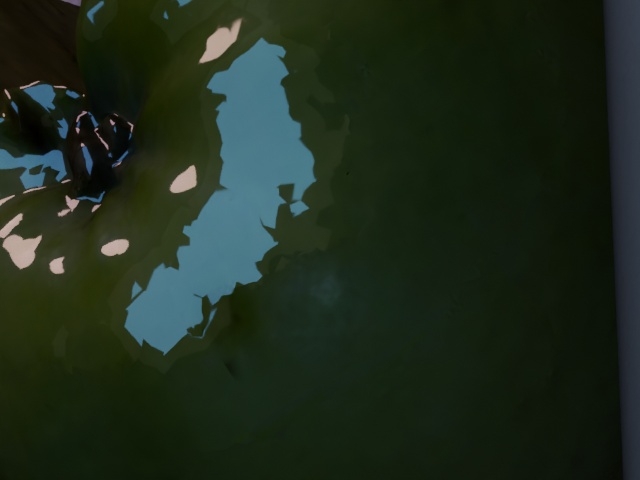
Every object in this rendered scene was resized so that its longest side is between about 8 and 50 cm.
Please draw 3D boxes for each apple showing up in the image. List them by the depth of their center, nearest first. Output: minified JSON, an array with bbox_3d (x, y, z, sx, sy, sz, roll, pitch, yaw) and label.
[{"bbox_3d":[0.000,0.000,0.545,0.292,0.254,0.292,-12,70,36],"label":"apple"}]

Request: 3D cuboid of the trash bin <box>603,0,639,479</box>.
[{"bbox_3d":[0.193,-0.019,0.350,0.280,0.280,0.432,-14,71,35],"label":"trash bin"}]
